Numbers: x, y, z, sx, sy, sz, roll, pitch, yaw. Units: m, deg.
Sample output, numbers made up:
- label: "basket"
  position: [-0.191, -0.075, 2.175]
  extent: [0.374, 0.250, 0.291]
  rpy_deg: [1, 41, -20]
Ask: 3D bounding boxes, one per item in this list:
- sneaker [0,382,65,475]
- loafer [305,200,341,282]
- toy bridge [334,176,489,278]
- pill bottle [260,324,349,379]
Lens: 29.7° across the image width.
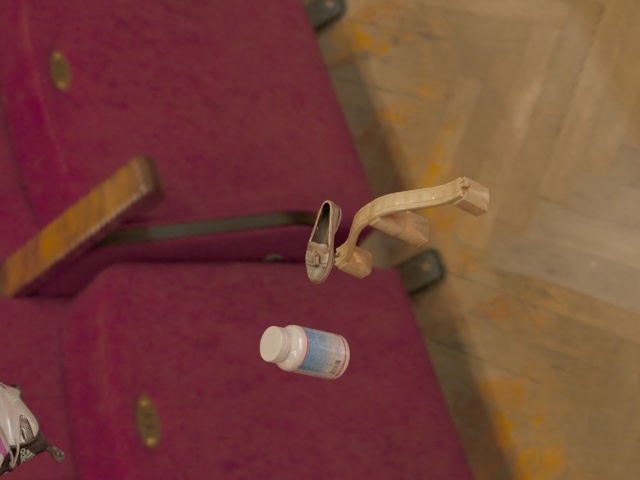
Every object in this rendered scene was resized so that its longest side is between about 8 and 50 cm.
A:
- label: "sneaker"
  position: [-0.155, 0.107, 0.582]
  extent: [0.038, 0.069, 0.098]
  rpy_deg: [-42, 46, 38]
- label: "loafer"
  position: [0.000, 0.000, 1.812]
  extent: [0.045, 0.039, 0.125]
  rpy_deg: [8, 76, 19]
- label: "toy bridge"
  position: [0.071, -0.016, 1.095]
  extent: [0.188, 0.063, 0.026]
  rpy_deg: [-31, 43, 47]
- label: "pill bottle"
  position: [-0.030, 0.206, 2.250]
  extent: [0.087, 0.160, 0.087]
  rpy_deg: [-23, 60, 46]
